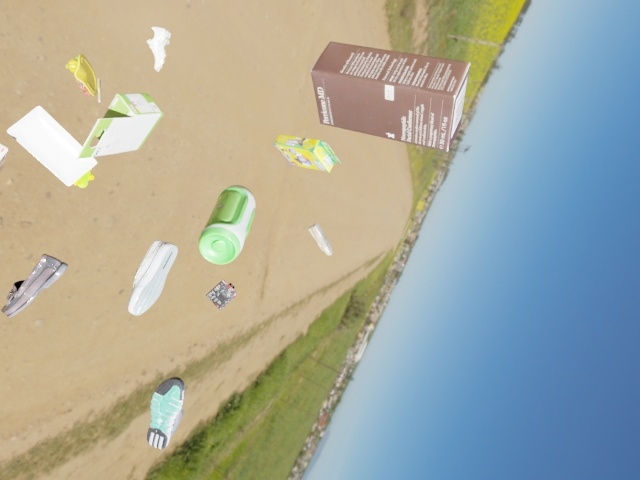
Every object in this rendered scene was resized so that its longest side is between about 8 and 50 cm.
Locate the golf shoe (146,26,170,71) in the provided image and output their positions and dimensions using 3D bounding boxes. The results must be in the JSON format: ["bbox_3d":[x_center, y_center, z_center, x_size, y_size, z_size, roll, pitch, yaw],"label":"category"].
[{"bbox_3d":[-0.691,-0.807,1.863,0.069,0.086,0.176,42,-62,56],"label":"golf shoe"}]

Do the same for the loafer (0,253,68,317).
[{"bbox_3d":[-1.058,0.157,1.608,0.302,0.095,0.109,-38,-151,8],"label":"loafer"}]

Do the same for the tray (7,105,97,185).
[{"bbox_3d":[-0.991,-0.347,1.648,0.145,0.030,0.270,-45,122,-12],"label":"tray"}]

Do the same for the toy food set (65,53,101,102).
[{"bbox_3d":[-0.921,-0.625,1.709,0.218,0.071,0.128,122,-40,-77],"label":"toy food set"}]

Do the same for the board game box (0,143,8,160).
[{"bbox_3d":[-1.155,-0.171,1.463,0.193,0.053,0.305,-17,-134,49],"label":"board game box"}]

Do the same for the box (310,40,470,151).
[{"bbox_3d":[0.180,-0.384,1.173,0.143,0.381,0.191,-61,157,-26],"label":"box"}]

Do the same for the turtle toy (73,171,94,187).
[{"bbox_3d":[-1.097,-0.295,2.028,0.095,0.066,0.130,-30,142,-37],"label":"turtle toy"}]

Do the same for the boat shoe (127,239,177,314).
[{"bbox_3d":[-0.498,0.104,1.287,0.226,0.076,0.083,-62,155,-15],"label":"boat shoe"}]

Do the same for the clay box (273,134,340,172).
[{"bbox_3d":[-0.047,-0.308,1.572,0.053,0.222,0.127,-61,142,-13],"label":"clay box"}]

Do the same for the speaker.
[{"bbox_3d":[-0.278,-0.056,1.347,0.296,0.131,0.131,-86,-169,-57],"label":"speaker"}]

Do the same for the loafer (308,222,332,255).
[{"bbox_3d":[0.000,0.000,1.580,0.039,0.125,0.045,-25,-173,25],"label":"loafer"}]

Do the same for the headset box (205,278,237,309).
[{"bbox_3d":[-0.309,0.169,1.401,0.083,0.062,0.032,-44,165,-16],"label":"headset box"}]

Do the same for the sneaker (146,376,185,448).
[{"bbox_3d":[-0.408,0.448,1.204,0.098,0.083,0.223,-47,160,-72],"label":"sneaker"}]

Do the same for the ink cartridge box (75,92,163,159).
[{"bbox_3d":[-0.657,-0.367,1.406,0.189,0.097,0.255,-40,178,31],"label":"ink cartridge box"}]
